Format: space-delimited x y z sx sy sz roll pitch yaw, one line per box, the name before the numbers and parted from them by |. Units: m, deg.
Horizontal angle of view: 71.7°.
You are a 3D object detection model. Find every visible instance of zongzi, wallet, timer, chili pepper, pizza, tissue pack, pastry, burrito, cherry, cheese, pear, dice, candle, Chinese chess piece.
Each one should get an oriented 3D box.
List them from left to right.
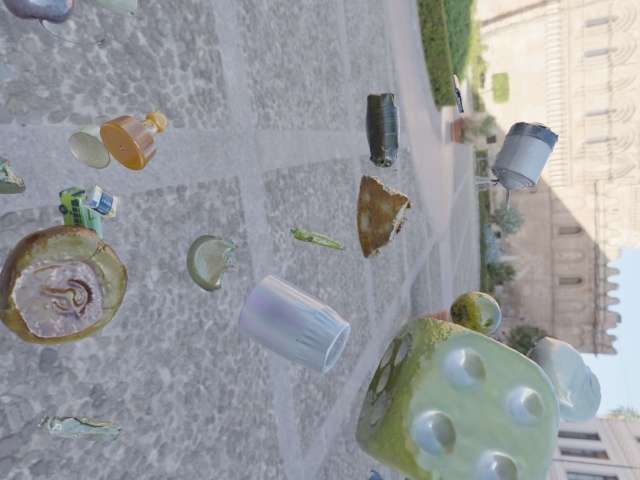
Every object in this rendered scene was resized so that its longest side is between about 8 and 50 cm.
cherry | -0.543 -0.506 0.904 0.188 0.115 0.148 -11 81 -36
pastry | -0.742 0.130 1.280 0.356 0.163 0.356 -11 108 -38
burrito | -0.517 0.413 0.973 0.188 0.058 0.045 37 43 -41
Chinese chess piece | -0.619 -0.256 1.211 0.051 0.122 0.122 -74 153 -46
tissue pack | -0.585 -0.104 1.179 0.083 0.042 0.062 50 35 -59
timer | -0.437 -0.268 1.094 0.152 0.132 0.132 -55 140 -36
cheese | -0.393 0.083 1.590 0.091 0.175 0.203 163 -64 -83
chili pepper | 0.000 0.000 1.456 0.049 0.208 0.043 129 -26 -50
zongzi | 0.210 -0.340 1.488 0.241 0.111 0.248 21 66 -81
pizza | 0.134 -0.062 0.935 0.062 0.161 0.182 -1 77 -32
dice | 0.208 0.274 0.710 0.233 0.238 0.227 -64 178 -18
wallet | 0.400 -0.425 1.287 0.157 0.018 0.082 -71 144 -53
pear | 0.517 0.245 1.478 0.149 0.162 0.149 -174 -90 -75
candle | 0.772 -0.288 1.728 0.330 0.187 0.187 -65 158 2

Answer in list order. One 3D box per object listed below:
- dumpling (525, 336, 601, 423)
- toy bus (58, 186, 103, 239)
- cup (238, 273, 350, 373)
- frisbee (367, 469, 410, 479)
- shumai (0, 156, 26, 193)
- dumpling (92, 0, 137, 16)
dumpling | 0.683 0.404 1.258 0.243 0.227 0.175 -48 169 -19
toy bus | -0.761 -0.077 1.416 0.088 0.101 0.175 -51 148 -64
cup | -0.095 0.302 1.618 0.253 0.371 0.253 -50 154 -35
frisbee | 0.176 0.651 1.135 0.211 0.012 0.187 -45 110 -35
shumai | -0.879 -0.182 1.218 0.124 0.098 0.087 84 -1 -76
dumpling | -0.399 -0.521 0.835 0.181 0.111 0.155 -158 -100 -76
